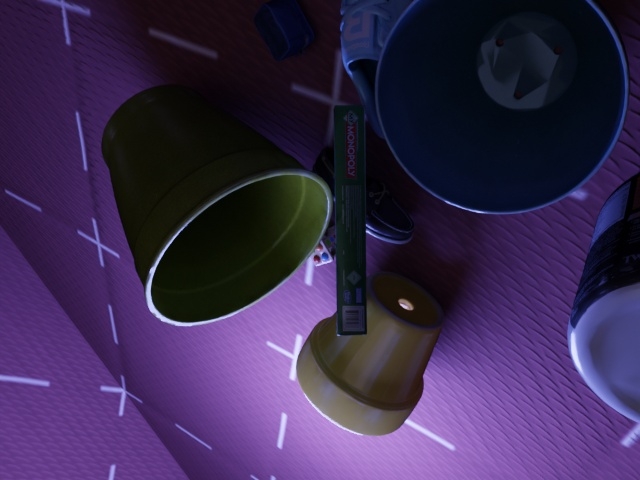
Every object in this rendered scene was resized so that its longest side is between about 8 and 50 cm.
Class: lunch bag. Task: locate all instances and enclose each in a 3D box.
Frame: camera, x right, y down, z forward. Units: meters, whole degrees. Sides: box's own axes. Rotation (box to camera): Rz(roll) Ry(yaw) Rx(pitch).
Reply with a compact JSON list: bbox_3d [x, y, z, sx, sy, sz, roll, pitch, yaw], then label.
[{"bbox_3d":[-0.056,-0.353,0.903,0.099,0.065,0.067,60,153,-10],"label":"lunch bag"}]

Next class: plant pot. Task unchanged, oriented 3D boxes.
[{"bbox_3d":[0.243,-0.207,0.698,0.290,0.195,0.290,18,128,25],"label":"plant pot"},{"bbox_3d":[-0.227,-0.097,1.006,0.353,0.366,0.367,50,138,26],"label":"plant pot"},{"bbox_3d":[0.112,0.202,1.049,0.254,0.254,0.239,34,118,12],"label":"plant pot"}]

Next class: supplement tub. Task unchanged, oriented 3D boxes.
[{"bbox_3d":[0.425,0.038,0.634,0.207,0.338,0.207,18,129,25],"label":"supplement tub"}]

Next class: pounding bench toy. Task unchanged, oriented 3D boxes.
[{"bbox_3d":[0.000,0.000,1.101,0.052,0.065,0.083,-20,106,42],"label":"pounding bench toy"}]

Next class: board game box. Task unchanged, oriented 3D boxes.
[{"bbox_3d":[0.048,-0.036,0.844,0.046,0.213,0.318,0,96,4],"label":"board game box"}]

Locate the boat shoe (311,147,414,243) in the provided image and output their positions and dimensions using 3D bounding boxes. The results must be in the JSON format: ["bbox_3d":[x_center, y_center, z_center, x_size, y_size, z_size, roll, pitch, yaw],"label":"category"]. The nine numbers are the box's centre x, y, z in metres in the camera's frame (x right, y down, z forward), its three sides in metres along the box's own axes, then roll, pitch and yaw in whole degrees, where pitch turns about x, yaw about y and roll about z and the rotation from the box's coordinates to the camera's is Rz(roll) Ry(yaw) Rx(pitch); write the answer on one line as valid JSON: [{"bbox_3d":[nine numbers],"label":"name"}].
[{"bbox_3d":[0.079,-0.082,0.978,0.227,0.081,0.069,37,138,13],"label":"boat shoe"}]

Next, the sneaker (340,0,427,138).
[{"bbox_3d":[0.084,-0.317,0.769,0.135,0.150,0.366,-9,114,38],"label":"sneaker"}]
